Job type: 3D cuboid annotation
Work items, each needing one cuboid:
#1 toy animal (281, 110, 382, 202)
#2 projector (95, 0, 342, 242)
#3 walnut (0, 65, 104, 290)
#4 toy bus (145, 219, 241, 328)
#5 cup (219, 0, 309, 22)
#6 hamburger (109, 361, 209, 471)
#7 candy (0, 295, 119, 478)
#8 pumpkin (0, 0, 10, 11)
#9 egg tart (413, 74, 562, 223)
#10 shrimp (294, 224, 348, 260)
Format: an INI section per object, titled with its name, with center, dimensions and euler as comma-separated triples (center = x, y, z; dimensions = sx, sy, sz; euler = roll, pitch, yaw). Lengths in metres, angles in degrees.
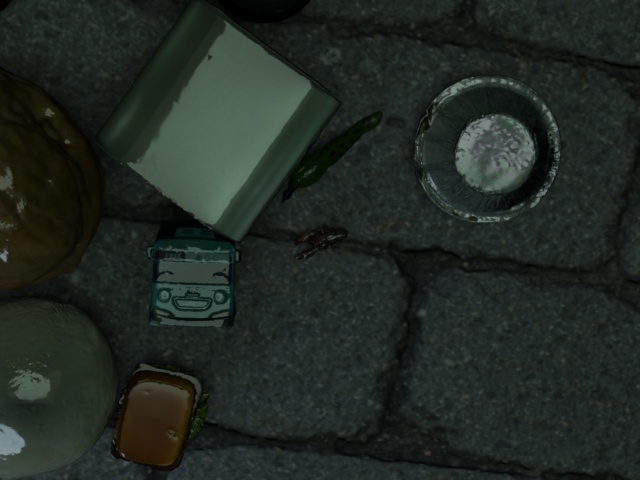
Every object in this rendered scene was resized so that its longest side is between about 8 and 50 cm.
[toy animal]
center = 0.005, -0.128, 1.786
dimensions = 0.217, 0.075, 0.041
euler = -41, 105, -27
[projector]
center = -0.139, -0.169, 1.658
dimensions = 0.248, 0.248, 0.249
euler = 36, 95, -3
[walnut]
center = -0.457, -0.086, 1.629
dimensions = 0.306, 0.306, 0.344
euler = -39, 108, 2
[toy bus]
center = -0.182, 0.045, 1.695
dimensions = 0.128, 0.256, 0.147
euler = 2, 96, -6
[cup]
center = -0.104, -0.398, 1.668
dimensions = 0.223, 0.176, 0.169
euler = 12, 101, -8
[hamburger]
center = -0.247, 0.270, 1.811
dimensions = 0.137, 0.087, 0.166
euler = 18, 99, -8
[candy]
center = -0.437, 0.220, 1.738
dimensions = 0.296, 0.185, 0.295
euler = -2, 103, -9
[pumpkin]
center = -0.520, -0.435, 1.649
dimensions = 0.131, 0.126, 0.248
euler = -41, 100, 0
[egg tart]
center = 0.257, -0.135, 1.786
dimensions = 0.234, 0.094, 0.234
euler = -1, 100, -7
[shrimp]
center = -0.004, -0.002, 1.816
dimensions = 0.092, 0.029, 0.038
euler = -28, 101, 4
